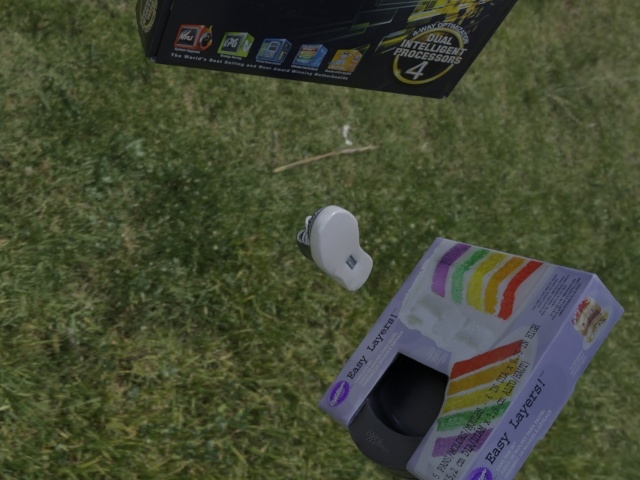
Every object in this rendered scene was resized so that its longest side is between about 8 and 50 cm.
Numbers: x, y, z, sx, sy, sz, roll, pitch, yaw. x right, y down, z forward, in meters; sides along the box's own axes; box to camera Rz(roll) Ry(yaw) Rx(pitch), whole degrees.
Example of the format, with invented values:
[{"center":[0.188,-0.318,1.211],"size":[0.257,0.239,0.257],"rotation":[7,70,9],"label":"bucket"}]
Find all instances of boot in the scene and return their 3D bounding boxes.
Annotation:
[{"center":[0.000,0.000,0.894],"size":[0.069,0.086,0.190],"rotation":[-52,155,-12],"label":"boot"}]

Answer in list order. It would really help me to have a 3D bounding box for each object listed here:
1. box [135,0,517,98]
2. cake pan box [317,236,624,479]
[{"center":[0.042,-0.304,0.772],"size":[0.395,0.318,0.097],"rotation":[2,51,-30],"label":"box"},{"center":[0.143,0.132,0.799],"size":[0.070,0.246,0.267],"rotation":[43,78,-27],"label":"cake pan box"}]
